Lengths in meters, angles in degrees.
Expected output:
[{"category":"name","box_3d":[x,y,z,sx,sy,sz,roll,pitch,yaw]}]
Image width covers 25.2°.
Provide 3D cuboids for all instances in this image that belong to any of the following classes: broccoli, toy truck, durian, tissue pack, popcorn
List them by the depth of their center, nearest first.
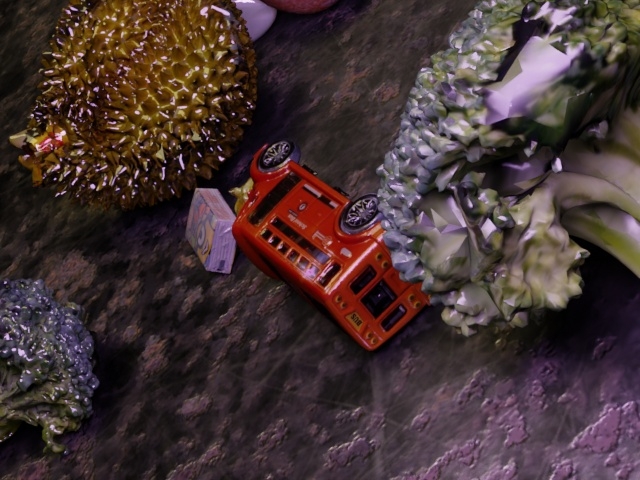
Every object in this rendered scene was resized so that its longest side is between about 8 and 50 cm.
[{"category":"broccoli","box_3d":[0.204,-0.086,1.129,0.277,0.338,0.317,-46,47,46]},{"category":"toy truck","box_3d":[0.000,0.000,1.359,0.114,0.107,0.253,-45,36,-7]},{"category":"popcorn","box_3d":[-0.061,-0.034,1.494,0.068,0.059,0.083,-17,51,30]},{"category":"broccoli","box_3d":[-0.359,0.182,1.497,0.304,0.145,0.165,-47,30,13]},{"category":"tissue pack","box_3d":[-0.115,-0.011,1.517,0.083,0.035,0.063,-130,46,-55]},{"category":"durian","box_3d":[-0.200,-0.164,1.610,0.258,0.258,0.293,14,75,49]}]

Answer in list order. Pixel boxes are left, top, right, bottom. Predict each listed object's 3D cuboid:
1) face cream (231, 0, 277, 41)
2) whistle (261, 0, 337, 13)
[{"category":"face cream","box_3d":[-0.136,-0.371,1.893,0.174,0.081,0.348,-20,41,16]},{"category":"whistle","box_3d":[-0.088,-0.338,1.691,0.346,0.133,0.142,-2,64,-13]}]
